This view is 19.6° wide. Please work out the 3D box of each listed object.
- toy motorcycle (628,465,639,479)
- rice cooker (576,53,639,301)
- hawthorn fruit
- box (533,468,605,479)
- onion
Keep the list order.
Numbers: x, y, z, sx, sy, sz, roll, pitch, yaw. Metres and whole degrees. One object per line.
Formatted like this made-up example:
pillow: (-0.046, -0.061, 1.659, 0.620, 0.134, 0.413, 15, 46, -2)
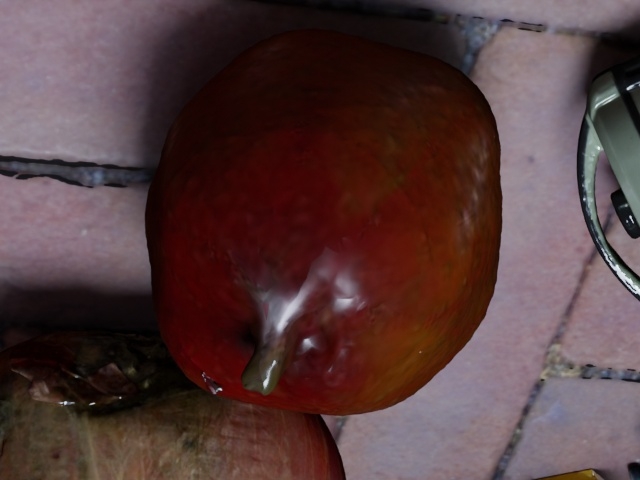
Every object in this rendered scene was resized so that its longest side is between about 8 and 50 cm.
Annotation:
toy motorcycle: (0.367, 0.278, 1.710, 0.110, 0.171, 0.260, -19, 131, 4)
rice cooker: (0.318, -0.053, 1.408, 0.244, 0.226, 0.226, -25, 128, 14)
hawthorn fruit: (-0.001, -0.013, 1.347, 0.295, 0.295, 0.311, -26, 170, 11)
box: (0.205, 0.404, 1.685, 0.214, 0.259, 0.283, -13, 113, -2)
onion: (-0.155, 0.213, 1.506, 0.354, 0.353, 0.353, -5, 129, -6)
